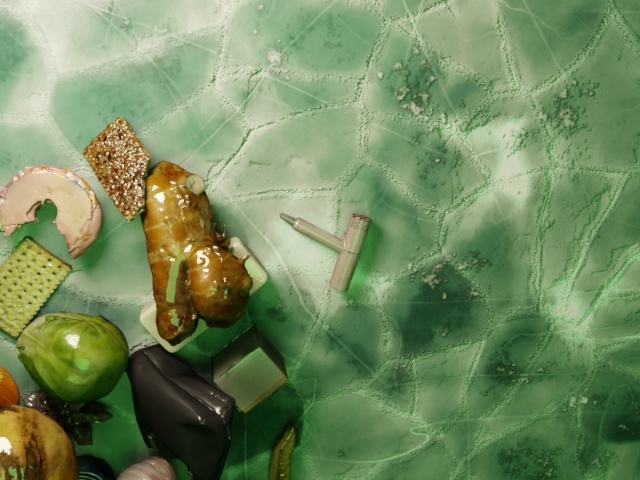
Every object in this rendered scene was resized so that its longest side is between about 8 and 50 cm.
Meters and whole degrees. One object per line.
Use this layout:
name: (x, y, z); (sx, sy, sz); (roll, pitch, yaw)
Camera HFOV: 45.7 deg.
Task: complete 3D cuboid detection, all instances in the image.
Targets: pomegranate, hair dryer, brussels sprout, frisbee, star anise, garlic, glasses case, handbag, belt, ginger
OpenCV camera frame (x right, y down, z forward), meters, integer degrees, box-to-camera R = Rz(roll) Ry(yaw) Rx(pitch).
pomegranate: (-0.715, 0.536, 1.741); (0.322, 0.322, 0.322); (-2, 107, -7)
hair dryer: (-0.006, 0.011, 1.862); (0.220, 0.054, 0.195); (14, 105, -11)
brussels sprout: (-0.582, 0.265, 1.779); (0.271, 0.219, 0.210); (23, 99, 19)
frisbee: (-0.846, 0.386, 1.873); (0.192, 0.035, 0.192); (-2, 107, -6)
star anise: (-0.628, 0.437, 1.898); (0.212, 0.073, 0.197); (-26, 106, 3)
garlic: (-0.421, 0.688, 1.919); (0.207, 0.207, 0.257); (-39, 77, 5)
glasses case: (-0.284, 0.133, 1.852); (0.312, 0.070, 0.131); (-37, 108, 5)
handbag: (-0.336, 0.446, 1.842); (0.152, 0.342, 0.288); (-22, 129, -43)
belt: (-0.627, 0.690, 1.953); (0.206, 0.116, 0.268); (4, 104, -14)
ginger: (-0.278, 0.015, 1.716); (0.254, 0.176, 0.419); (-12, 84, 14)

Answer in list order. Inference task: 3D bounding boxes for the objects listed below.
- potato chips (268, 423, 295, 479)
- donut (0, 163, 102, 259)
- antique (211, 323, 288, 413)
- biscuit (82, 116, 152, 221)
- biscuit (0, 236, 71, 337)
potato chips: (-0.097, 0.680, 2.053); (0.080, 0.057, 0.407); (-9, 108, -19)
donut: (-0.610, -0.079, 1.735); (0.232, 0.085, 0.199); (22, 103, -13)
antique: (-0.175, 0.323, 1.888); (0.152, 0.147, 0.148); (-38, 110, 4)
biscuit: (-0.435, -0.162, 1.684); (0.131, 0.026, 0.237); (-43, 63, 9)
biscuit: (-0.717, 0.111, 1.815); (0.139, 0.016, 0.231); (37, 99, -17)
